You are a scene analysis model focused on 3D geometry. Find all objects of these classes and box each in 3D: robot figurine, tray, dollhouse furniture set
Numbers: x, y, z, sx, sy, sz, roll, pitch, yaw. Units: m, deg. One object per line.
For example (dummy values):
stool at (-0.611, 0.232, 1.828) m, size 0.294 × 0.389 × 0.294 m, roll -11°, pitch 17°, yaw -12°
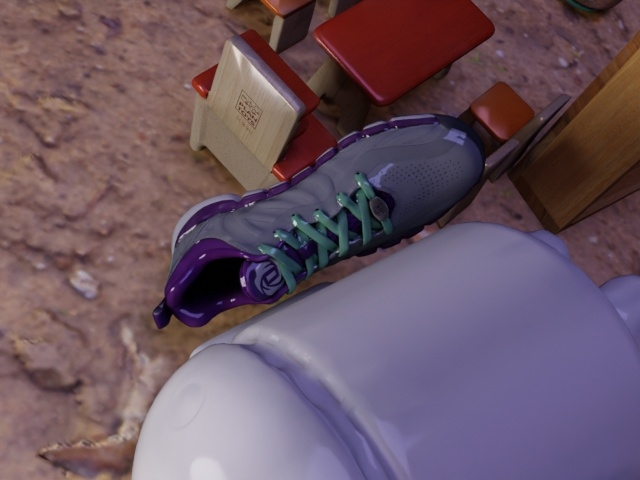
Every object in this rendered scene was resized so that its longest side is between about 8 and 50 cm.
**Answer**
robot figurine at (0.045, 0.117, 0.504) m, size 0.353 × 0.200 × 0.300 m, roll -25°, pitch 34°, yaw -28°
tray at (0.368, -0.151, 0.761) m, size 0.410 × 0.203 × 0.076 m, roll -25°, pitch 73°, yaw -29°
dollhouse furniture set at (0.032, -0.137, 0.673) m, size 0.259 × 0.135 × 0.262 m, roll -38°, pitch 80°, yaw -31°

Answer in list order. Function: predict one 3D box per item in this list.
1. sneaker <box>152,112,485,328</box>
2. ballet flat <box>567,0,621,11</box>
sneaker at (0.000, 0.000, 0.552) m, size 0.083 × 0.223 × 0.098 m, roll 56°, pitch 24°, yaw -26°
ballet flat at (0.320, -0.368, 0.917) m, size 0.107 × 0.106 × 0.316 m, roll 22°, pitch 58°, yaw -8°
